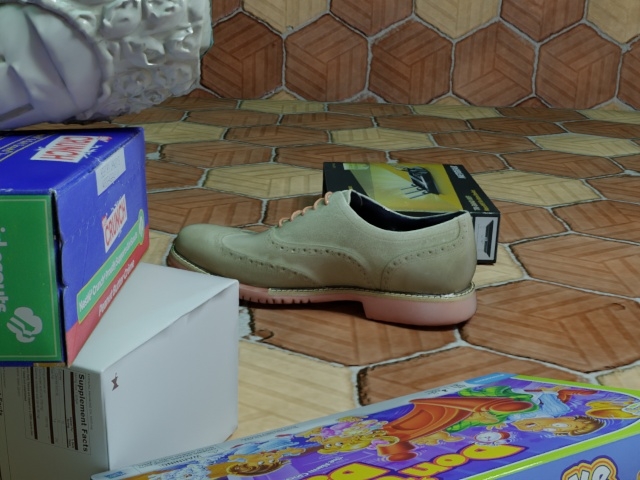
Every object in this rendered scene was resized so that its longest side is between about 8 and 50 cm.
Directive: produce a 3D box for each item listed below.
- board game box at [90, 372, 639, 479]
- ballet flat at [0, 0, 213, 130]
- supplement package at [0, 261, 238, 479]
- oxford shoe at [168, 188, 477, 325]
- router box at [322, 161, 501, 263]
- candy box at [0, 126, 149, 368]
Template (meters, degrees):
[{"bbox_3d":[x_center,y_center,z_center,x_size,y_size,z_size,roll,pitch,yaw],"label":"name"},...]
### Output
[{"bbox_3d":[0.054,0.165,0.565,0.347,0.078,0.233,-9,1,-27],"label":"board game box"},{"bbox_3d":[-0.281,-0.137,0.717,0.409,0.146,0.147,-1,16,22],"label":"ballet flat"},{"bbox_3d":[-0.199,0.112,0.717,0.203,0.149,0.194,9,20,22],"label":"supplement package"},{"bbox_3d":[0.000,0.000,1.092,0.397,0.146,0.140,6,19,13],"label":"oxford shoe"},{"bbox_3d":[0.127,-0.051,1.375,0.243,0.080,0.309,1,18,-3],"label":"router box"},{"bbox_3d":[-0.305,-0.009,0.643,0.318,0.122,0.268,-2,15,1],"label":"candy box"}]
